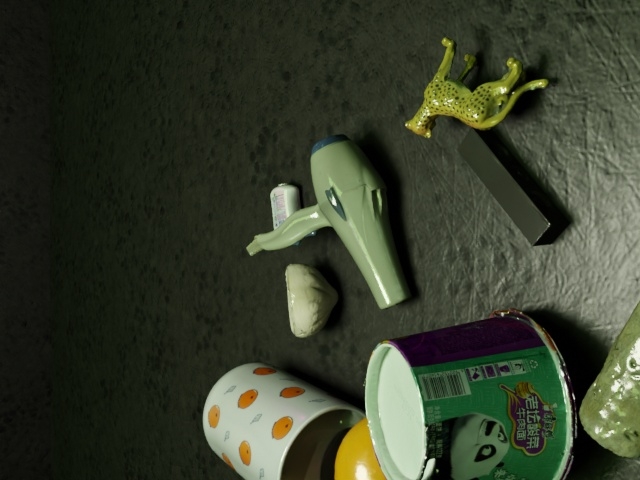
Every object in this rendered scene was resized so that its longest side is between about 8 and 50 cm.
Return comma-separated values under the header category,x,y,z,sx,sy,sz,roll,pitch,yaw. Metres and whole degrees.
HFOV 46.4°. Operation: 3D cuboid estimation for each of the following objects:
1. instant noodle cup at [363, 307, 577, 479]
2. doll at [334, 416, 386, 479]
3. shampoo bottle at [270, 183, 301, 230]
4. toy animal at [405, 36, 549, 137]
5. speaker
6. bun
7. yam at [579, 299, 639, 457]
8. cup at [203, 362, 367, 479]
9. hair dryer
category,x,y,z,sx,sy,sz,roll,pitch,yaw
instant noodle cup,0.179,0.219,0.977,0.251,0.190,0.251,178,90,-72
doll,0.110,0.368,1.145,0.236,0.214,0.213,134,125,-61
shampoo bottle,-0.067,-0.065,1.466,0.072,0.043,0.099,-15,80,52
toy animal,0.211,-0.191,1.035,0.181,0.073,0.136,32,96,42
speaker,0.261,-0.076,1.027,0.191,0.040,0.046,59,136,32
bun,-0.014,0.107,1.374,0.138,0.094,0.138,172,90,-88
yam,0.375,0.143,0.835,0.107,0.107,0.194,42,124,44
cup,-0.073,0.351,1.364,0.317,0.212,0.212,16,105,53
hair dryer,0.032,0.014,1.270,0.296,0.119,0.298,51,122,21
